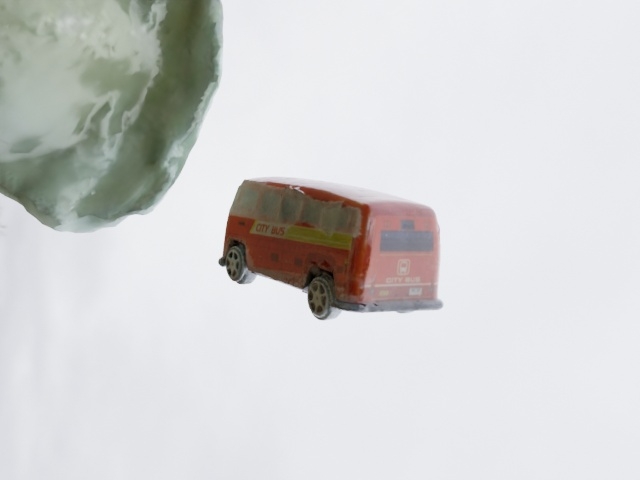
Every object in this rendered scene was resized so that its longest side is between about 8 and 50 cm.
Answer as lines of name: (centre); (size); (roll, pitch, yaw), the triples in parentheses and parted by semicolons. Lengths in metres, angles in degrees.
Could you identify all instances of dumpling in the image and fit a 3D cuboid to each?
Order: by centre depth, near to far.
dumpling: (-0.218, -0.151, 0.454); (0.270, 0.320, 0.212); (-24, -136, 43)

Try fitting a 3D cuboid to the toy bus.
toy bus: (0.000, 0.000, 0.520); (0.174, 0.079, 0.077); (17, -76, 53)
